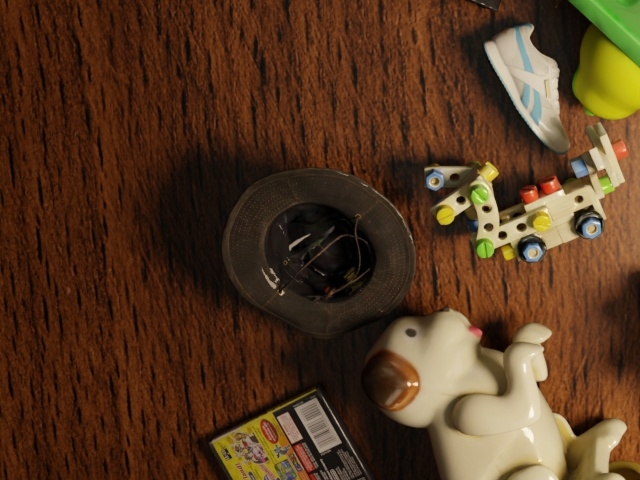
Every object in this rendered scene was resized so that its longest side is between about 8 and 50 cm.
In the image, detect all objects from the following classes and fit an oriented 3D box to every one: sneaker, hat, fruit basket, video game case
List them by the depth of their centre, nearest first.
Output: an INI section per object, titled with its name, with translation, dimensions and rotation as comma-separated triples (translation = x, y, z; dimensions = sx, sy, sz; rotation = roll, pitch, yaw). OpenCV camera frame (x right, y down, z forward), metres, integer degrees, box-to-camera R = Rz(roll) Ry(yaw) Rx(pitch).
[fruit basket]
translation = 0.526, -0.326, 1.355
dimensions = 0.392, 0.392, 0.283
rotation = 44, 82, 2
[sneaker]
translation = 0.357, -0.247, 1.504
dimensions = 0.092, 0.087, 0.228
rotation = -30, 94, 12
[hat]
translation = 0.000, 0.000, 1.590
dimensions = 0.332, 0.134, 0.331
rotation = 1, 115, 2
[video game case]
translation = -0.039, 0.439, 1.716
dimensions = 0.248, 0.035, 0.274
rotation = -29, 93, 14

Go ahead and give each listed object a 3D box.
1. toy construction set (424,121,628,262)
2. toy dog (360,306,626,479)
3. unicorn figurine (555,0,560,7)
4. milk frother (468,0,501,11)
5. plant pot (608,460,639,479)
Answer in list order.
[toy construction set]
translation = 0.348, -0.077, 1.490
dimensions = 0.328, 0.151, 0.215
rotation = -18, 112, 28
[toy dog]
translation = 0.256, 0.290, 1.539
dimensions = 0.408, 0.284, 0.395
rotation = 47, 122, 3
[unicorn figurine]
translation = 0.419, -0.455, 1.479
dimensions = 0.111, 0.060, 0.161
rotation = -12, 80, 13
[milk frother]
translation = 0.248, -0.454, 1.464
dimensions = 0.129, 0.143, 0.134
rotation = 25, 105, 14
[plant pot]
translation = 0.562, 0.526, 1.513
dimensions = 0.239, 0.254, 0.254
rotation = 26, 103, -10
